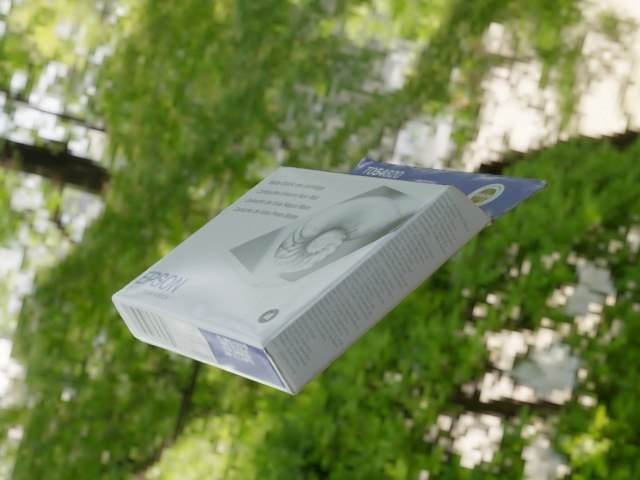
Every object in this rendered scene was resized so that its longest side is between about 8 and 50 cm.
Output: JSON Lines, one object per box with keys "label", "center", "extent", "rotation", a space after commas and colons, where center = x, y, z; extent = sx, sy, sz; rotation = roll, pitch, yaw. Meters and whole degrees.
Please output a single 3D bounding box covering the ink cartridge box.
{"label": "ink cartridge box", "center": [0.000, 0.000, 1.104], "extent": [0.224, 0.045, 0.223], "rotation": [-38, 23, -22]}
